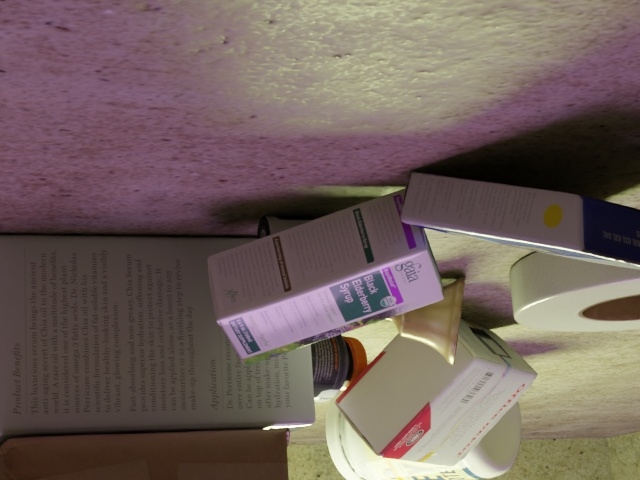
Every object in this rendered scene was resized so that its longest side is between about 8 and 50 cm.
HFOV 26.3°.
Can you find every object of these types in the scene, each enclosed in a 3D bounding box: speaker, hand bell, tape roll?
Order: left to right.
[{"bbox_3d":[0.000,0.000,1.556,0.136,0.055,0.055,0,165,-17],"label":"speaker"},{"bbox_3d":[0.077,0.096,1.928,0.242,0.126,0.126,8,167,7],"label":"hand bell"},{"bbox_3d":[0.456,0.057,1.883,0.392,0.072,0.392,-3,166,-1],"label":"tape roll"}]

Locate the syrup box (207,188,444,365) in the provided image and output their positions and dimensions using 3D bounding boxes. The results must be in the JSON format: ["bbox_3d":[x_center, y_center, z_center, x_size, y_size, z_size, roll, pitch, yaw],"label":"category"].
[{"bbox_3d":[0.006,0.040,1.487,0.237,0.096,0.093,-18,140,6],"label":"syrup box"}]

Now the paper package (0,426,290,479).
[{"bbox_3d":[-0.221,0.313,1.581,0.325,0.168,0.309,0,168,-19],"label":"paper package"}]

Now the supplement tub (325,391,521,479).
[{"bbox_3d":[0.197,0.355,2.645,0.325,0.235,0.235,-15,162,35],"label":"supplement tub"}]

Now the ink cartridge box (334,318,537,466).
[{"bbox_3d":[0.193,0.242,2.221,0.226,0.131,0.306,-48,154,10],"label":"ink cartridge box"}]

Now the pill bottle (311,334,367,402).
[{"bbox_3d":[-0.046,0.187,2.130,0.245,0.130,0.130,7,162,-36],"label":"pill bottle"}]

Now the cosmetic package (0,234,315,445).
[{"bbox_3d":[-0.247,0.122,1.615,0.453,0.230,0.161,1,166,-18],"label":"cosmetic package"}]

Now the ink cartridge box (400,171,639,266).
[{"bbox_3d":[0.293,-0.006,1.401,0.303,0.072,0.307,12,179,-43],"label":"ink cartridge box"}]
